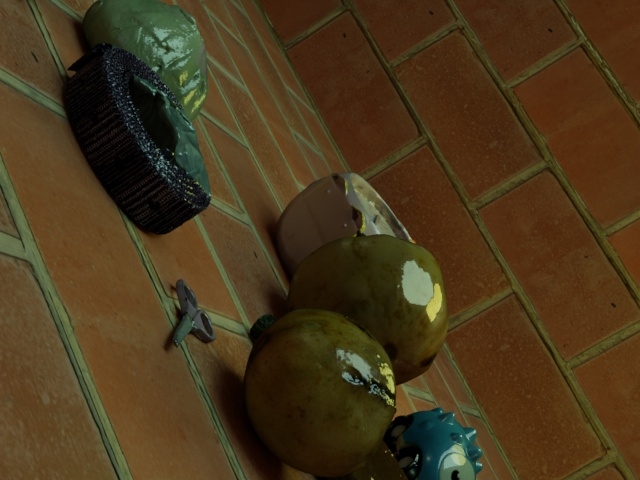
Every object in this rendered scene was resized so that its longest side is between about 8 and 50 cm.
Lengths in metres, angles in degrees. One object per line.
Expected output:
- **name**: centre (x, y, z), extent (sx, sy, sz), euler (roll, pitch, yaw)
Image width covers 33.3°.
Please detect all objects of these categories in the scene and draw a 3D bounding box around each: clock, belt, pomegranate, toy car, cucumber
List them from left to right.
- **belt**: centre (-0.290, -0.165, 1.747), extent (0.260, 0.122, 0.325), euler (26, 34, -62)
- **cucumber**: centre (-0.044, 0.204, 1.849), extent (0.187, 0.058, 0.058), euler (42, 2, 29)
- **pomegranate**: centre (-0.002, 0.234, 1.642), extent (0.260, 0.260, 0.260), euler (55, 11, -16)
- **clock**: centre (0.075, 0.038, 2.481), extent (0.376, 0.250, 0.368), euler (34, 24, -50)
- **pomegranate**: centre (0.103, 0.124, 2.154), extent (0.342, 0.342, 0.342), euler (55, 11, -16)
- **toy car**: centre (0.250, 0.462, 2.250), extent (0.188, 0.190, 0.255), euler (55, 13, -22)

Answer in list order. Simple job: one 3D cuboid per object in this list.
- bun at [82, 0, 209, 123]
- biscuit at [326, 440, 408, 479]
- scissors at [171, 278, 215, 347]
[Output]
- **bun**: centre (-0.302, -0.349, 2.025), extent (0.293, 0.187, 0.293), euler (58, 10, -17)
- **biscuit**: centre (0.073, 0.411, 1.871), extent (0.359, 0.074, 0.381), euler (50, 12, -11)
- **scissors**: centre (-0.200, 0.125, 1.596), extent (0.110, 0.021, 0.212), euler (60, 10, -8)
